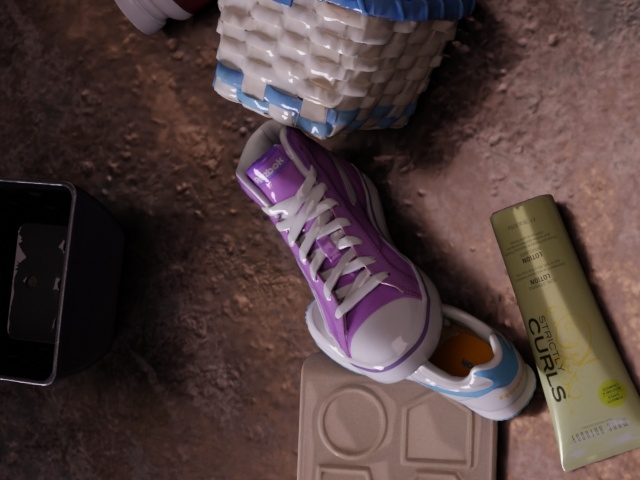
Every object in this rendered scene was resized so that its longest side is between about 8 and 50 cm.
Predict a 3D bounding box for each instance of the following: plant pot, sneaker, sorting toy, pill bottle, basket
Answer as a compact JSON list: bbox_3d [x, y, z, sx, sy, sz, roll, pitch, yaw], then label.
[{"bbox_3d":[-0.288,0.040,1.676,0.187,0.167,0.188,5,86,22],"label":"plant pot"},{"bbox_3d":[-0.001,0.000,1.506,0.102,0.161,0.282,-41,41,11],"label":"sneaker"},{"bbox_3d":[0.071,0.209,1.594,0.193,0.038,0.208,0,80,21],"label":"sorting toy"},{"bbox_3d":[-0.128,-0.272,1.686,0.152,0.086,0.086,-36,74,15],"label":"pill bottle"},{"bbox_3d":[0.025,-0.245,1.535,0.201,0.255,0.289,28,107,23],"label":"basket"},{"bbox_3d":[0.083,0.084,1.550,0.229,0.092,0.087,17,69,30],"label":"sneaker"}]

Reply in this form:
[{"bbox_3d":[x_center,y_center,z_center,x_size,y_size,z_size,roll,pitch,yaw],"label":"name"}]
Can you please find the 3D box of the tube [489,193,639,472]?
[{"bbox_3d":[0.220,0.079,1.535,0.070,0.062,0.240,-29,78,60],"label":"tube"}]
